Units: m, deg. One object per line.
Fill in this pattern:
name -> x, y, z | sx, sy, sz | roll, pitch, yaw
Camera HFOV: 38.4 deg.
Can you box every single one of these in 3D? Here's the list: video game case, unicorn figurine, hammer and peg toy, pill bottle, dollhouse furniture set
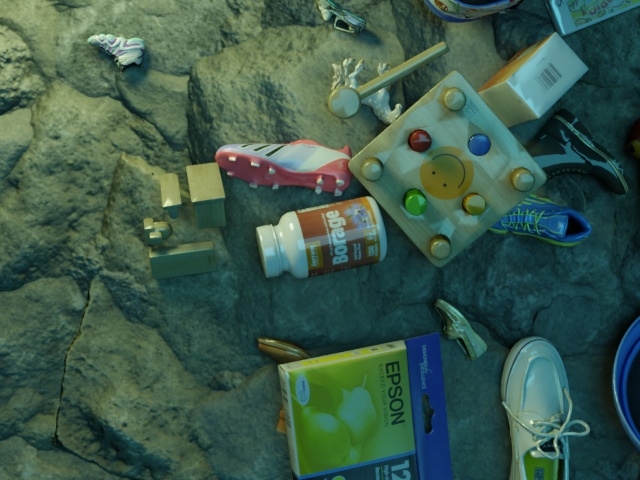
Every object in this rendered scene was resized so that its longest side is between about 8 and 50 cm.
video game case -> 0.520, -0.523, 1.749 | 0.226, 0.026, 0.206 | -23, 93, -8
unicorn figurine -> 0.096, -0.270, 1.672 | 0.161, 0.060, 0.111 | 8, 98, 0
hammer and peg toy -> 0.189, -0.165, 1.590 | 0.266, 0.127, 0.361 | -40, 97, 11
pill bottle -> 0.000, 0.000, 1.620 | 0.216, 0.121, 0.121 | -12, 91, -8
dollhouse furniture set -> -0.241, -0.036, 1.633 | 0.144, 0.123, 0.151 | -8, 126, -8

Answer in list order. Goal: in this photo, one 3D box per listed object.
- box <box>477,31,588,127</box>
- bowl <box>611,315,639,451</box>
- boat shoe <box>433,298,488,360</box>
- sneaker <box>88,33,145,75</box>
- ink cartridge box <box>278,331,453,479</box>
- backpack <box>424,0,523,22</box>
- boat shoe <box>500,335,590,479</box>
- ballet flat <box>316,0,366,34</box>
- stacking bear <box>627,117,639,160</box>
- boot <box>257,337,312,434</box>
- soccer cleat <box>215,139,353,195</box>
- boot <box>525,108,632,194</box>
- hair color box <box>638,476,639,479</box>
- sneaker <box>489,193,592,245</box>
box -> 0.376, -0.284, 1.653 | 0.130, 0.170, 0.091 | -45, 97, -6
bowl -> 0.726, 0.277, 1.656 | 0.390, 0.077, 0.391 | -5, 59, 8
boat shoe -> 0.253, 0.166, 1.693 | 0.045, 0.050, 0.135 | -44, 96, -12
sneaker -> -0.359, -0.323, 1.610 | 0.098, 0.038, 0.069 | 3, 88, -8
ink cartridge box -> 0.093, 0.338, 1.622 | 0.307, 0.072, 0.304 | -9, 101, -13
backpack -> 0.284, -0.519, 1.623 | 0.263, 0.213, 0.277 | -25, 87, -16
boat shoe -> 0.404, 0.362, 1.661 | 0.135, 0.156, 0.367 | 3, 90, -9
ballet flat -> 0.028, -0.410, 1.670 | 0.114, 0.041, 0.041 | 32, 85, -6
stacking bear -> 0.669, -0.108, 1.710 | 0.164, 0.175, 0.289 | -21, 85, -6
boot -> -0.048, 0.269, 1.639 | 0.197, 0.073, 0.152 | 26, 90, -5
soccer cleat -> -0.062, -0.144, 1.644 | 0.247, 0.083, 0.095 | 9, 59, -4
boot -> 0.470, -0.130, 1.723 | 0.137, 0.077, 0.198 | -43, 82, -2
hair color box -> 0.667, 0.597, 1.725 | 0.185, 0.110, 0.339 | 19, 85, -9
sneaker -> 0.387, -0.049, 1.676 | 0.240, 0.126, 0.091 | 12, 88, -9
